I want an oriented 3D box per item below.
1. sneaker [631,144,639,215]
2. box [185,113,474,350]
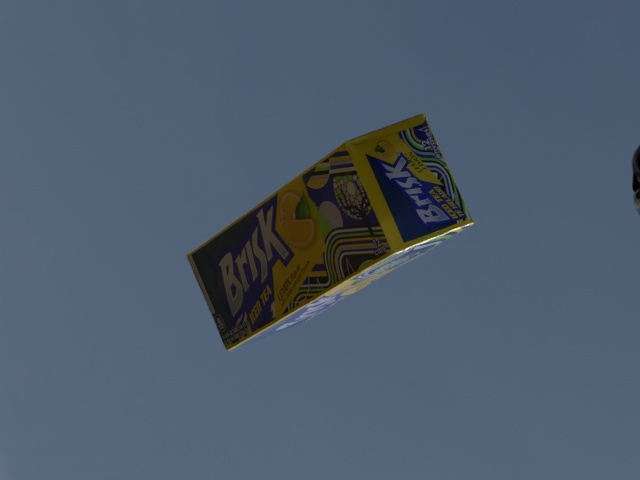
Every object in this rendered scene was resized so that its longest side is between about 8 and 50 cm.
[{"bbox_3d":[0.239,-0.017,1.048,0.124,0.107,0.283,21,-39,8],"label":"sneaker"},{"bbox_3d":[0.000,0.000,0.871,0.169,0.054,0.059,-33,-101,55],"label":"box"}]
